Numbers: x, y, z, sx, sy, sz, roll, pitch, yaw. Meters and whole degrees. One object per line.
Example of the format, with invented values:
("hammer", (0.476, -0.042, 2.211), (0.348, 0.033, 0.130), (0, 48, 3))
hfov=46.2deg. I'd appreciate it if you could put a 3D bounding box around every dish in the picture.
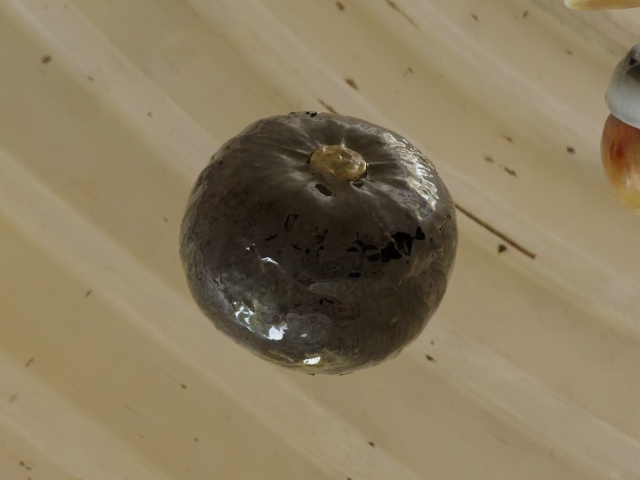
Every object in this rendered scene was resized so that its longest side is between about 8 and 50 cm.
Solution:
("dish", (0.288, -0.143, 0.561), (0.141, 0.078, 0.141), (-9, -148, 6))

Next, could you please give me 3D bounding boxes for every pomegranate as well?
("pomegranate", (0.452, -0.111, 0.952), (0.191, 0.191, 0.191), (-14, -130, 18))

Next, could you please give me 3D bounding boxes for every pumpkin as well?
("pumpkin", (0.000, 0.000, 1.207), (0.454, 0.344, 0.454), (6, -133, -6))

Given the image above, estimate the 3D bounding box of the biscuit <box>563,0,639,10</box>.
("biscuit", (0.162, -0.250, 0.462), (0.204, 0.309, 0.040), (19, -100, 53))
